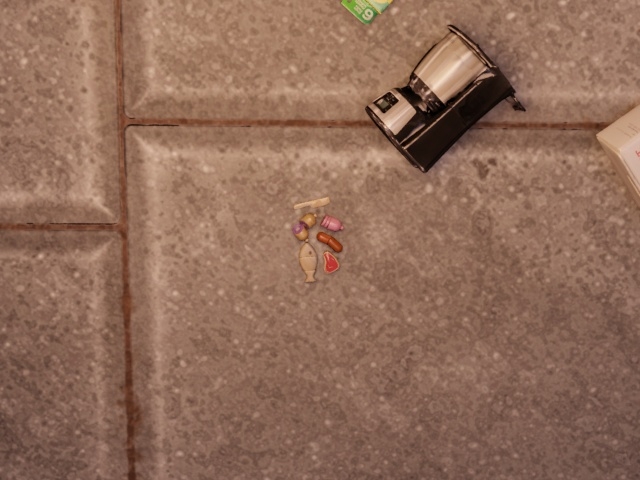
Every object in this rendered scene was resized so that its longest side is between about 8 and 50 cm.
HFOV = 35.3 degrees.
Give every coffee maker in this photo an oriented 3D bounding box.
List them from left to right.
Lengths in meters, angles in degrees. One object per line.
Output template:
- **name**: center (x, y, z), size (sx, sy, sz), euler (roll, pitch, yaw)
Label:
- **coffee maker**: center (0.179, -0.184, 1.428), size (0.178, 0.120, 0.171), euler (-44, 102, 8)

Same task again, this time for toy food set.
- **toy food set**: center (0.000, 0.000, 1.514), size (0.078, 0.019, 0.122), euler (-14, 103, 1)

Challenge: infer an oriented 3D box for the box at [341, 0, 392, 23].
- **box**: center (0.088, -0.402, 1.415), size (0.105, 0.043, 0.179), euler (39, 100, -10)

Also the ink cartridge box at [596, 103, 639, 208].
- **ink cartridge box**: center (0.534, -0.145, 1.454), size (0.212, 0.093, 0.154), euler (-37, 112, 5)
